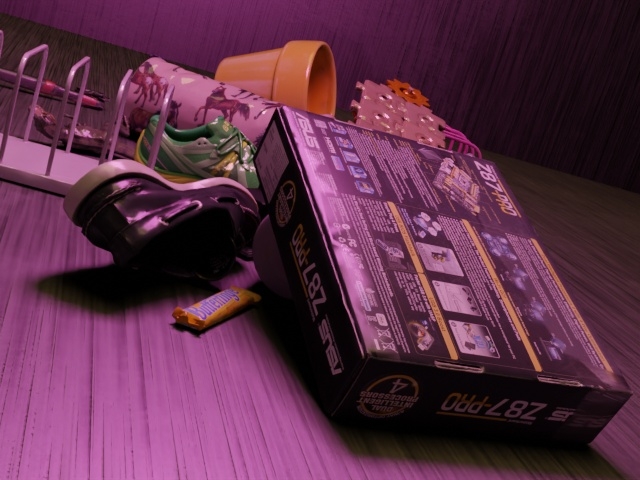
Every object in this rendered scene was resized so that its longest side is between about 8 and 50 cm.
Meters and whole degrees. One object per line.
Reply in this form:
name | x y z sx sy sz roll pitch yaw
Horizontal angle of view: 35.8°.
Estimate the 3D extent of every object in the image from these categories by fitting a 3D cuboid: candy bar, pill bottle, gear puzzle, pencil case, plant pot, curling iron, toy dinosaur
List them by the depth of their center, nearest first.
candy bar | -0.110 0.071 1.066 0.040 0.018 0.161 21 13 15
pill bottle | 0.000 0.000 1.273 0.121 0.121 0.216 20 13 11
gear puzzle | 0.124 -0.190 1.635 0.175 0.044 0.339 27 31 -8
toy dinosaur | -0.364 -0.174 1.658 0.268 0.064 0.118 13 20 -27
pencil case | -0.167 -0.217 1.857 0.410 0.160 0.183 21 28 14
curling iron | -0.562 -0.311 2.005 0.274 0.035 0.068 11 11 -29
plant pot | -0.108 -0.333 2.286 0.239 0.254 0.254 4 9 16

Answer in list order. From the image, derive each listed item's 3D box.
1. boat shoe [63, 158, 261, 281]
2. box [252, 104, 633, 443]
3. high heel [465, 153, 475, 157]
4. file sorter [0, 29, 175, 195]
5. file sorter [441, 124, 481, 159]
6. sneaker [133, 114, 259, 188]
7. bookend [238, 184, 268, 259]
boat shoe | -0.147 -0.005 1.132 0.113 0.127 0.340 51 10 20
box | 0.115 0.027 1.079 0.318 0.097 0.395 9 38 -26
high heel | 0.193 0.015 1.448 0.186 0.261 0.093 -22 -6 -26
file sorter | -0.354 -0.169 1.397 0.277 0.173 0.193 16 14 -9
file sorter | 0.175 -0.136 1.890 0.182 0.202 0.291 19 13 -7
sneaker | -0.148 -0.132 1.584 0.295 0.124 0.109 11 16 -5
bookend | -0.059 -0.061 1.366 0.072 0.157 0.156 25 14 30
